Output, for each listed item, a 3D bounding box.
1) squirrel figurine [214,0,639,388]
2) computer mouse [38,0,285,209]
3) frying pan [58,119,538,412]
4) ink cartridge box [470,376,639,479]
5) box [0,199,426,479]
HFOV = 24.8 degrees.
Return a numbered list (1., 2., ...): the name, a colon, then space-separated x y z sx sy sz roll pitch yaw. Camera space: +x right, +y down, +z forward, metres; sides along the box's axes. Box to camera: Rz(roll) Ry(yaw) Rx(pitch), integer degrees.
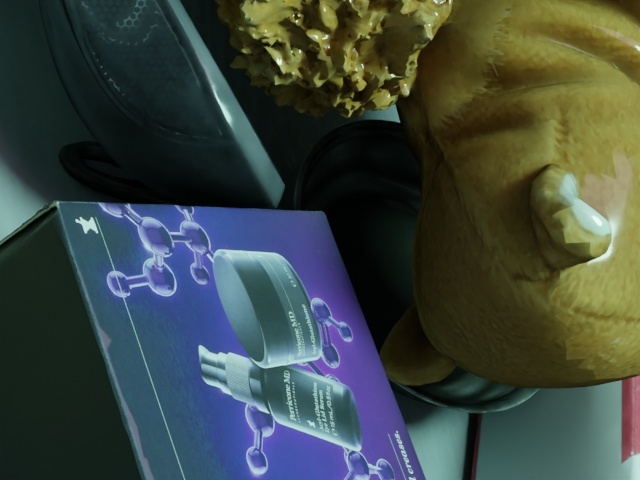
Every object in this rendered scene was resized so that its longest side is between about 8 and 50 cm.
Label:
1. squirrel figurine: 0.078 -0.112 0.792 0.397 0.281 0.370 23 59 -21
2. computer mouse: -0.110 -0.120 0.723 0.272 0.072 0.188 60 -1 8
3. frying pan: 0.014 0.025 0.827 0.326 0.053 0.197 -10 68 -42
4. ink cartridge box: 0.228 0.227 0.883 0.306 0.131 0.226 41 36 -24
5. box: -0.041 0.121 0.634 0.184 0.103 0.261 -1 65 -51
